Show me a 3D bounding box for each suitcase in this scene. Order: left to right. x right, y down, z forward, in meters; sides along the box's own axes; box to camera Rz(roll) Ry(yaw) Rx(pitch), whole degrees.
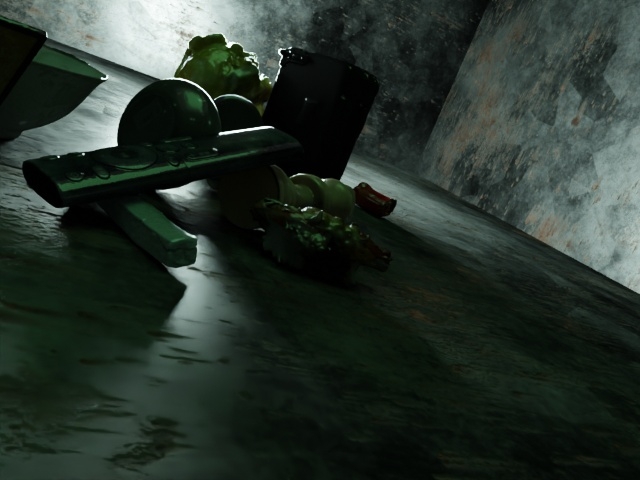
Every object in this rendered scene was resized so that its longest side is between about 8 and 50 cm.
[{"bbox_3d":[-0.018,-0.353,1.618,0.188,0.345,0.339,13,14,-46],"label":"suitcase"}]

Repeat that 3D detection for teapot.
[{"bbox_3d":[-0.217,-0.160,0.979,0.184,0.183,0.251,28,3,24],"label":"teapot"}]

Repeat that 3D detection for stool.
[{"bbox_3d":[-0.215,-0.242,1.377,0.153,0.228,0.139,-29,11,-19],"label":"stool"}]

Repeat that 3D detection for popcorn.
[{"bbox_3d":[-0.317,-0.457,1.717,0.312,0.312,0.312,21,14,-5],"label":"popcorn"}]

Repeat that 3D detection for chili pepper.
[{"bbox_3d":[0.139,-0.111,1.536,0.123,0.073,0.070,33,-25,31],"label":"chili pepper"}]

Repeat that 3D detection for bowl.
[{"bbox_3d":[-0.502,-0.242,0.860,0.313,0.146,0.313,21,15,-6],"label":"bowl"}]

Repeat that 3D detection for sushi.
[{"bbox_3d":[-0.001,0.003,0.826,0.226,0.103,0.097,18,-13,-6],"label":"sushi"}]

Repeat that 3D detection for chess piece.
[{"bbox_3d":[-0.026,-0.078,1.063,0.117,0.117,0.397,28,13,24],"label":"chess piece"}]

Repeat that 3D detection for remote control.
[{"bbox_3d":[-0.191,-0.111,0.772,0.107,0.044,0.378,26,31,37],"label":"remote control"}]

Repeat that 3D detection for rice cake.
[{"bbox_3d":[-0.234,-0.036,0.707,0.045,0.042,0.245,-10,33,-42],"label":"rice cake"}]

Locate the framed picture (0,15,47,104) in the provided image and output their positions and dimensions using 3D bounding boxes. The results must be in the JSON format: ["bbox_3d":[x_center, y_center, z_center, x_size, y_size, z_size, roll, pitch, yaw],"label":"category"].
[{"bbox_3d":[-0.499,-0.192,0.570,0.339,0.255,0.014,7,62,-48],"label":"framed picture"}]
